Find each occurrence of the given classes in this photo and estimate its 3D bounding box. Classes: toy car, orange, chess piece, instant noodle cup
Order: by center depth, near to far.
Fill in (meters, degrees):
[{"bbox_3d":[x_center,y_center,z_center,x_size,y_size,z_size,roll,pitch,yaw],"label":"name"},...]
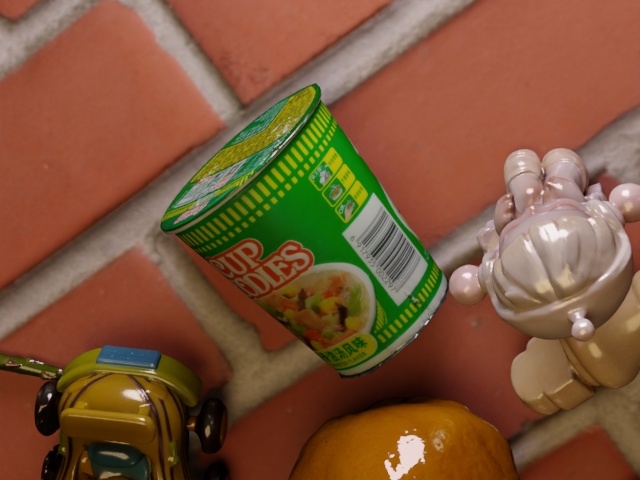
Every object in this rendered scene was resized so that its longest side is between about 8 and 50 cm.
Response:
[{"bbox_3d":[0.349,0.043,1.679,0.397,0.117,0.117,-35,98,19],"label":"chess piece"},{"bbox_3d":[0.000,0.000,1.694,0.207,0.207,0.232,-39,104,18],"label":"instant noodle cup"},{"bbox_3d":[0.066,0.248,1.738,0.249,0.249,0.183,-36,82,18],"label":"orange"},{"bbox_3d":[-0.201,0.237,1.807,0.200,0.142,0.248,3,120,9],"label":"toy car"}]

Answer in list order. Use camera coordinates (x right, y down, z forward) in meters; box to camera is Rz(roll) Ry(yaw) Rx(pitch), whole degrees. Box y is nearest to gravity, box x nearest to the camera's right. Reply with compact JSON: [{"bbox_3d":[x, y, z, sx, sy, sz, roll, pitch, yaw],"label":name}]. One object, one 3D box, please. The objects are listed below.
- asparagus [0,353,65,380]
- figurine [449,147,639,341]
[{"bbox_3d":[-0.325,0.133,1.871,0.248,0.024,0.025,13,143,5],"label":"asparagus"},{"bbox_3d":[0.209,0.017,1.619,0.182,0.256,0.144,0,109,8],"label":"figurine"}]
